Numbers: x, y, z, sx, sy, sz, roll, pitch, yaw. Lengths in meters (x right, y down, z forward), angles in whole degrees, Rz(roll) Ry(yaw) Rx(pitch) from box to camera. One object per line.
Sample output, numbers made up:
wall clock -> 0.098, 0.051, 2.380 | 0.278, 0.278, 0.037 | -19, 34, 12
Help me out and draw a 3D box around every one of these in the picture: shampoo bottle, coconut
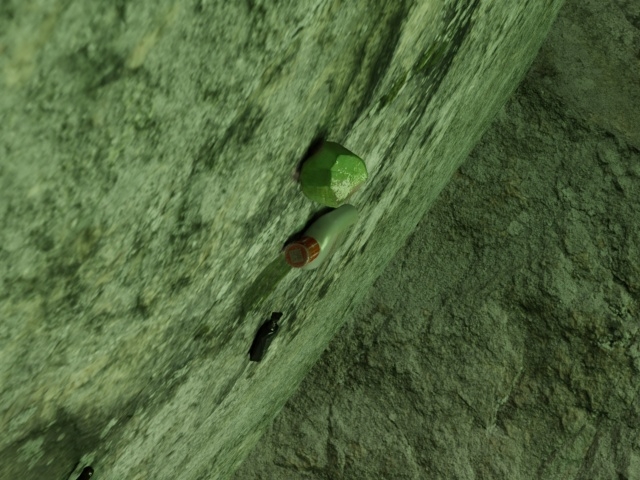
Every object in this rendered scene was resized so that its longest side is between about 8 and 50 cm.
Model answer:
shampoo bottle -> 0.000, 0.000, 1.295 | 0.108, 0.051, 0.221 | -57, 170, 22
coconut -> 0.013, -0.084, 0.996 | 0.082, 0.081, 0.083 | -42, 133, -14
shampoo bottle -> -0.107, 0.188, 1.497 | 0.048, 0.027, 0.137 | -32, 157, -44

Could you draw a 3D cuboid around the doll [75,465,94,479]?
doll -> -0.335, 0.367, 0.934 | 0.165, 0.057, 0.139 | -51, 176, 35
